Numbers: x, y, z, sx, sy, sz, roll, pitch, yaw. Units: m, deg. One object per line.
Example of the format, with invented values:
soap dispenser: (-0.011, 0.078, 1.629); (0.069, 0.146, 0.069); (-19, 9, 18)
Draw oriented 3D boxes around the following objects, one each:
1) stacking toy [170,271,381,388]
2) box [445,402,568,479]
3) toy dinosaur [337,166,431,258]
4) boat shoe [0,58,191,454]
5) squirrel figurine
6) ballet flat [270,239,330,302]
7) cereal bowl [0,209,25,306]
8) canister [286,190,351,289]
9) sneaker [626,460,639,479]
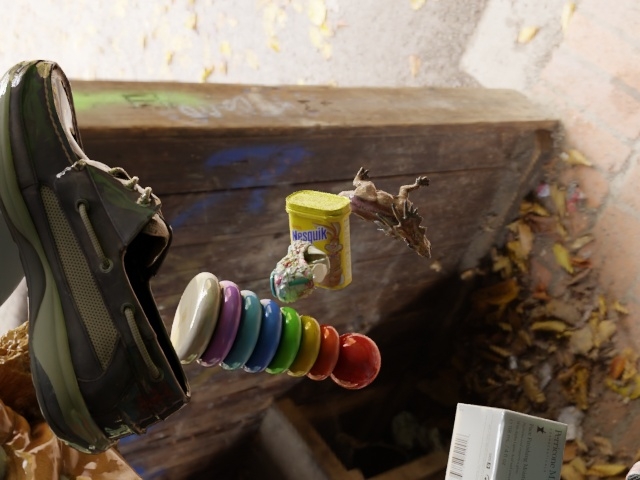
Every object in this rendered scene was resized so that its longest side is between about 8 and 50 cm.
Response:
stacking toy: (-0.054, 0.160, 1.267); (0.141, 0.330, 0.141); (-52, 28, 42)
box: (0.300, 0.373, 1.362); (0.182, 0.119, 0.181); (154, 128, -73)
toy dinosaur: (0.136, -0.074, 1.925); (0.295, 0.200, 0.127); (14, 119, 14)
boat shoe: (-0.194, 0.002, 0.734); (0.132, 0.130, 0.355); (86, 169, -80)
squirrel figurine: (-0.444, 0.282, 1.156); (0.281, 0.370, 0.397); (-32, 25, 12)
ballet flat: (-0.024, 0.051, 1.385); (0.077, 0.241, 0.091); (-10, 103, 10)
cereal bowl: (-0.444, -0.028, 0.792); (0.141, 0.339, 0.339); (39, 124, 30)
canister: (0.000, 0.000, 1.585); (0.126, 0.073, 0.170); (12, 119, 30)
sneaker: (0.585, 0.410, 1.381); (0.134, 0.070, 0.051); (19, 109, 23)
